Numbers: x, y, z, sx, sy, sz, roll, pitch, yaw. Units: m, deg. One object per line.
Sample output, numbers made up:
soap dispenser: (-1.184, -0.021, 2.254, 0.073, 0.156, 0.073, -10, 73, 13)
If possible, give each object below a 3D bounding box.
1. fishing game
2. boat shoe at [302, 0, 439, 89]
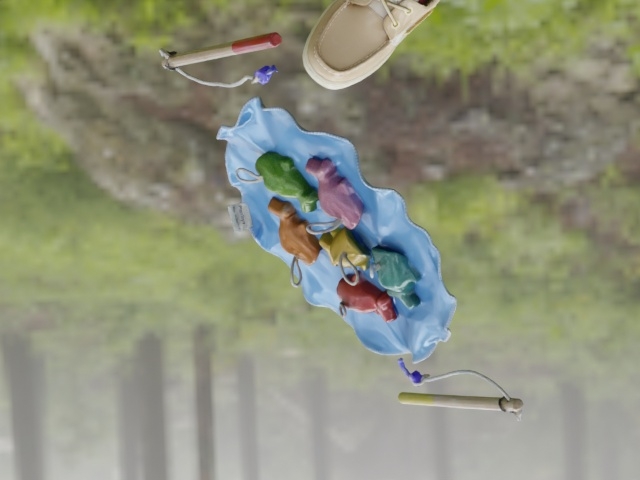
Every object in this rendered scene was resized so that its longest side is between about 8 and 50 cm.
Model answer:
fishing game: (0.000, 0.000, 1.126, 0.041, 0.264, 0.189, -41, -161, -23)
boat shoe: (0.052, -0.182, 1.480, 0.170, 0.063, 0.059, -48, 178, -23)
